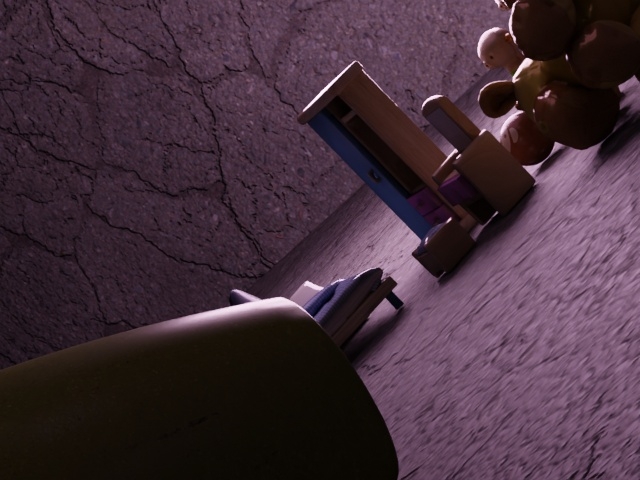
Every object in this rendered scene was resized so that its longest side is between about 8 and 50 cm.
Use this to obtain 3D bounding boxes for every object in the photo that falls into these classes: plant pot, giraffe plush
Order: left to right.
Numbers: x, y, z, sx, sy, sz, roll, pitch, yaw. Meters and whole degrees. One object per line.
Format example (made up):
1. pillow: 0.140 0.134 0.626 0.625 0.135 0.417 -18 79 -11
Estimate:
1. plant pot: -0.109 0.166 1.130 0.293 0.274 0.275 -31 0 -16
2. giraffe plush: 0.220 -0.156 1.644 0.210 0.181 0.170 -67 -1 -52

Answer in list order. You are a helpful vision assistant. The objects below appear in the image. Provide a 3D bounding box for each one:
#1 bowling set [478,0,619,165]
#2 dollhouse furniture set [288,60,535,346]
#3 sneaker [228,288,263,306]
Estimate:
1. bowling set: 0.219 -0.188 1.846 0.200 0.154 0.287 -46 4 -21
2. dollhouse furniture set: 0.000 0.000 1.858 0.303 0.198 0.286 -47 4 -15
3. sneaker: -0.141 0.176 2.038 0.300 0.121 0.111 -45 4 -4
